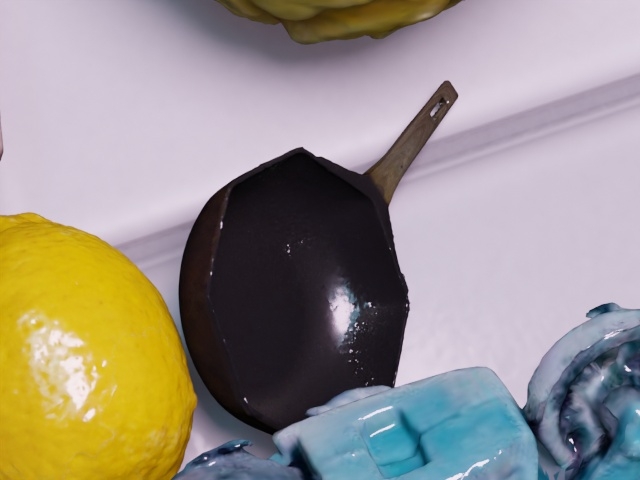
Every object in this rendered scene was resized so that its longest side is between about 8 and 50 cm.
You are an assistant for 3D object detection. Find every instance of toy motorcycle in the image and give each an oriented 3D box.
[{"bbox_3d":[0.048,0.141,0.758,0.260,0.206,0.154,-20,34,-8],"label":"toy motorcycle"}]

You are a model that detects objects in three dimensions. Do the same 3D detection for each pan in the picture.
[{"bbox_3d":[0.005,0.015,0.855,0.202,0.048,0.128,-28,106,-46],"label":"pan"}]

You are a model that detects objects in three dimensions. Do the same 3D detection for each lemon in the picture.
[{"bbox_3d":[-0.115,0.055,0.803,0.114,0.114,0.155,-18,69,-9],"label":"lemon"}]

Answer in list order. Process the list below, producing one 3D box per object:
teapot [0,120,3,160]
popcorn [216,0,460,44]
[{"bbox_3d":[-0.288,-0.081,0.774,0.300,0.253,0.344,0,68,-24],"label":"teapot"},{"bbox_3d":[0.010,-0.224,0.827,0.247,0.282,0.282,6,73,-5],"label":"popcorn"}]
